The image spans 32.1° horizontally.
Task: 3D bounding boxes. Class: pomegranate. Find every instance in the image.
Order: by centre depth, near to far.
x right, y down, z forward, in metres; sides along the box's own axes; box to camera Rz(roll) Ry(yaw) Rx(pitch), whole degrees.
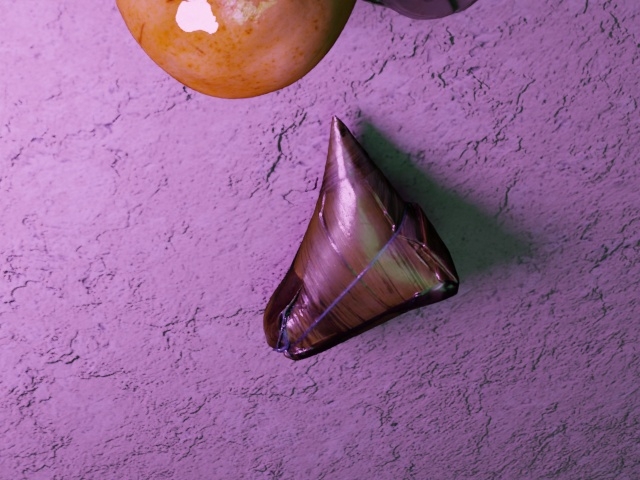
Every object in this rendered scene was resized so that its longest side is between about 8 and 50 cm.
[{"bbox_3d":[-0.081,-0.276,1.106,0.264,0.264,0.264,-7,132,-8],"label":"pomegranate"}]

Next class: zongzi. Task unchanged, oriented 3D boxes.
[{"bbox_3d":[0.000,0.000,1.478,0.286,0.138,0.300,-26,119,19],"label":"zongzi"}]

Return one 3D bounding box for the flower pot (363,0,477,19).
[{"bbox_3d":[0.113,-0.329,1.191,0.235,0.140,0.235,-8,131,-9],"label":"flower pot"}]
